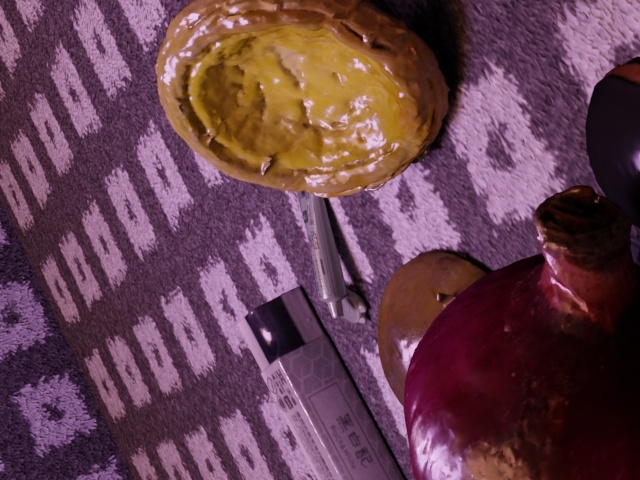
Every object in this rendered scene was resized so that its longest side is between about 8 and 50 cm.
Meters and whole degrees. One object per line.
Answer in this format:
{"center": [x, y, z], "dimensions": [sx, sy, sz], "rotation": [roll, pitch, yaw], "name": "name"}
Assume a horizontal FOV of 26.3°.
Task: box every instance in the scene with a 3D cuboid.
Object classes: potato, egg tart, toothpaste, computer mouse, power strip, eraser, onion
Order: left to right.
{"center": [-0.015, -0.191, 1.554], "dimensions": [0.345, 0.132, 0.345], "rotation": [11, 144, 8], "name": "egg tart"}
{"center": [0.000, 0.000, 1.891], "dimensions": [0.064, 0.041, 0.218], "rotation": [-20, 83, 63], "name": "toothpaste"}
{"center": [0.014, 0.273, 2.061], "dimensions": [0.404, 0.096, 0.098], "rotation": [62, 156, 8], "name": "eraser"}
{"center": [0.037, 0.084, 1.928], "dimensions": [0.083, 0.035, 0.055], "rotation": [30, 140, 32], "name": "power strip"}
{"center": [0.148, 0.135, 1.661], "dimensions": [0.299, 0.116, 0.239], "rotation": [15, 121, 57], "name": "potato"}
{"center": [0.230, 0.119, 1.212], "dimensions": [0.348, 0.347, 0.385], "rotation": [38, 146, 45], "name": "onion"}
{"center": [0.327, -0.069, 1.114], "dimensions": [0.323, 0.116, 0.183], "rotation": [1, 119, 62], "name": "computer mouse"}
